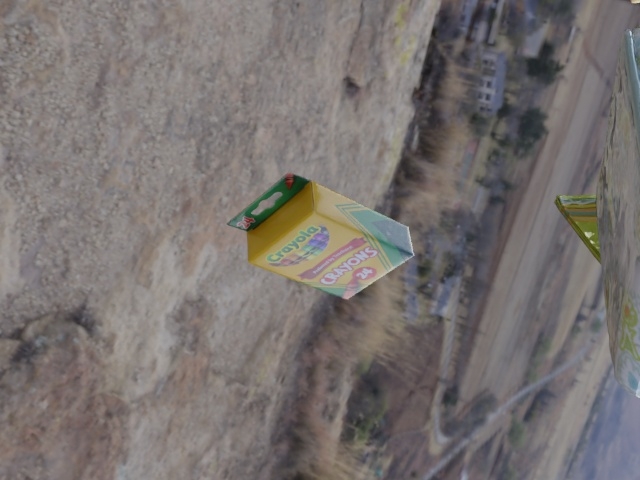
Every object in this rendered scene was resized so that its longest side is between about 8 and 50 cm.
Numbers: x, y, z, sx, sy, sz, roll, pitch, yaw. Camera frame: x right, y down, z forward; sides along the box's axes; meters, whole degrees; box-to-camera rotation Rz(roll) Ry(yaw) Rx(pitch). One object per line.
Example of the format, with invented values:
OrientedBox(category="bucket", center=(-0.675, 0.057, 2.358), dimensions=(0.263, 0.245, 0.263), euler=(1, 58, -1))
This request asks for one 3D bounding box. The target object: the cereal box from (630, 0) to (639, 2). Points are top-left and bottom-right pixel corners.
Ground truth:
OrientedBox(category="cereal box", center=(0.683, -0.506, 1.381), dimensions=(0.173, 0.240, 0.047), euler=(57, 37, -60))

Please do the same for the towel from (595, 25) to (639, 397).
OrientedBox(category="towel", center=(0.412, -0.046, 0.963), dimensions=(0.320, 0.090, 0.374), euler=(78, 19, -45))

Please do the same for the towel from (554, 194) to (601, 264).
OrientedBox(category="towel", center=(0.548, -0.020, 1.507), dimensions=(0.237, 0.102, 0.021), euler=(-106, -166, -53))

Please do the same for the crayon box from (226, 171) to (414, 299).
OrientedBox(category="crayon box", center=(0.000, 0.000, 1.519), dimensions=(0.319, 0.202, 0.081), euler=(23, 46, -35))
